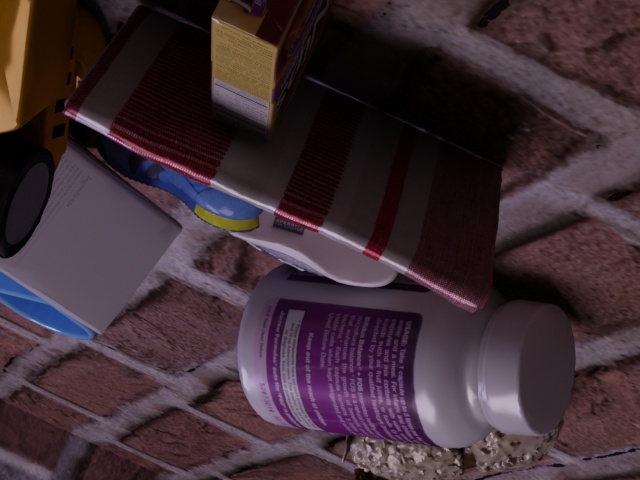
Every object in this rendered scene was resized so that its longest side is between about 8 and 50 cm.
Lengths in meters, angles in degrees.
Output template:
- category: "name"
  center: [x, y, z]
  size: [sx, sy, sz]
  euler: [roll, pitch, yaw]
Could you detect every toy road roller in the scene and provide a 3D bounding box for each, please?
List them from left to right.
- category: "toy road roller"
  center: [-0.278, -0.172, 1.546]
  size: [0.202, 0.240, 0.329]
  euler: [20, 126, 12]

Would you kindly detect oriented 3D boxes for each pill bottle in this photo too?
- category: "pill bottle"
  center: [0.085, 0.112, 1.868]
  size: [0.301, 0.169, 0.169]
  euler: [4, 156, 33]

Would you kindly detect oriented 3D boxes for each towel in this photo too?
- category: "towel"
  center: [-0.018, -0.066, 1.462]
  size: [0.329, 0.037, 0.237]
  euler: [25, -156, -3]

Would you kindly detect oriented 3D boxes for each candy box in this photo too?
- category: "candy box"
  center: [-0.031, -0.152, 1.333]
  size: [0.053, 0.109, 0.186]
  euler: [25, 164, 3]

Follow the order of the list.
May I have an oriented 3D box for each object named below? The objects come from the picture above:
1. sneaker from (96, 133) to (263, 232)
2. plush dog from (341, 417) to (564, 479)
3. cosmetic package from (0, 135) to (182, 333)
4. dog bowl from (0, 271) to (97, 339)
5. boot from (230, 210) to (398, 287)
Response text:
- category: "sneaker"
  center: [-0.126, -0.082, 1.788]
  size: [0.069, 0.082, 0.209]
  euler: [-17, -145, -43]
- category: "plush dog"
  center: [0.147, 0.192, 2.075]
  size: [0.225, 0.210, 0.262]
  euler: [-4, 157, 10]
- category: "cosmetic package"
  center: [-0.290, -0.053, 1.835]
  size: [0.225, 0.138, 0.224]
  euler: [36, 180, -39]
- category: "dog bowl"
  center: [-0.374, 0.040, 2.462]
  size: [0.166, 0.074, 0.297]
  euler: [11, 160, 37]
- category: "boot"
  center: [0.000, 0.000, 1.864]
  size: [0.190, 0.069, 0.086]
  euler: [23, 175, 21]
